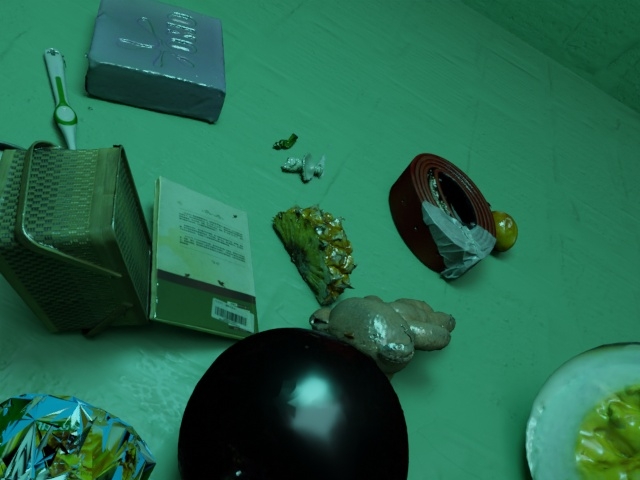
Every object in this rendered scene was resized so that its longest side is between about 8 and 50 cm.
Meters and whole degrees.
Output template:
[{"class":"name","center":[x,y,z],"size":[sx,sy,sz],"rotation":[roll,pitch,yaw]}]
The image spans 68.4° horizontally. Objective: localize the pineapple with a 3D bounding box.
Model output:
[{"class":"pineapple","center":[-0.001,0.000,0.922],"size":[0.080,0.135,0.233],"rotation":[-14,61,-36]}]

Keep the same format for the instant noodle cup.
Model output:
[{"class":"instant noodle cup","center":[-0.296,0.284,0.488],"size":[0.240,0.240,0.178],"rotation":[21,38,-12]}]

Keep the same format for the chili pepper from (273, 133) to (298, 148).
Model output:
[{"class":"chili pepper","center":[-0.083,-0.238,1.147],"size":[0.083,0.022,0.027],"rotation":[-38,111,-43]}]

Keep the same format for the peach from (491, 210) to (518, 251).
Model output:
[{"class":"peach","center":[0.459,-0.021,1.216],"size":[0.101,0.100,0.100],"rotation":[15,49,-18]}]

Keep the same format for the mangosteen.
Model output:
[{"class":"mangosteen","center":[-0.019,0.245,0.613],"size":[0.297,0.297,0.313],"rotation":[46,51,12]}]

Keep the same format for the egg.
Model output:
[{"class":"egg","center":[0.590,0.393,0.798],"size":[0.340,0.354,0.354],"rotation":[35,44,-23]}]

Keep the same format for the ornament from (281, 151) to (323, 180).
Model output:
[{"class":"ornament","center":[-0.038,-0.173,1.105],"size":[0.092,0.041,0.068],"rotation":[34,68,-16]}]

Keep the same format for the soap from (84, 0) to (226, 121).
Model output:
[{"class":"soap","center":[-0.370,-0.426,1.085],"size":[0.286,0.107,0.296],"rotation":[4,52,-23]}]

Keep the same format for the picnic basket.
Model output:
[{"class":"picnic basket","center":[-0.324,0.008,0.649],"size":[0.139,0.266,0.165],"rotation":[-5,54,-11]}]

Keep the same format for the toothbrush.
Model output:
[{"class":"toothbrush","center":[-0.497,-0.248,0.916],"size":[0.042,0.040,0.417],"rotation":[-8,59,-31]}]

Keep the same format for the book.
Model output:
[{"class":"book","center":[-0.199,0.030,0.823],"size":[0.201,0.026,0.289],"rotation":[23,42,-38]}]

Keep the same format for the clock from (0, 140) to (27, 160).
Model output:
[{"class":"clock","center":[-0.539,-0.070,0.747],"size":[0.226,0.049,0.226],"rotation":[14,50,-17]}]

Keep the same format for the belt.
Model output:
[{"class":"belt","center":[0.302,-0.061,1.148],"size":[0.227,0.115,0.323],"rotation":[-1,56,-28]}]

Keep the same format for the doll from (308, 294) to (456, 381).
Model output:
[{"class":"doll","center":[0.137,0.184,0.873],"size":[0.201,0.156,0.303],"rotation":[17,8,42]}]
